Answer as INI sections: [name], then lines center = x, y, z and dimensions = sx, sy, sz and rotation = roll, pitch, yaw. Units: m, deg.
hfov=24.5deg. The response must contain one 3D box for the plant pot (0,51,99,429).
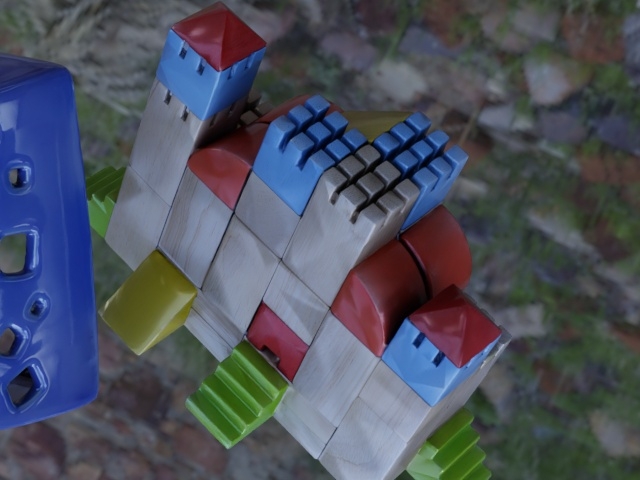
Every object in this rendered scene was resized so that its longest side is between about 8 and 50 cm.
[plant pot]
center = -0.298, 0.008, 0.928
dimensions = 0.236, 0.212, 0.236
rotation = 12, 114, 34

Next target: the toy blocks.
[toy blocks]
center = 0.000, 0.000, 1.030
dimensions = 0.381, 0.190, 0.261
rotation = 44, 141, 14
